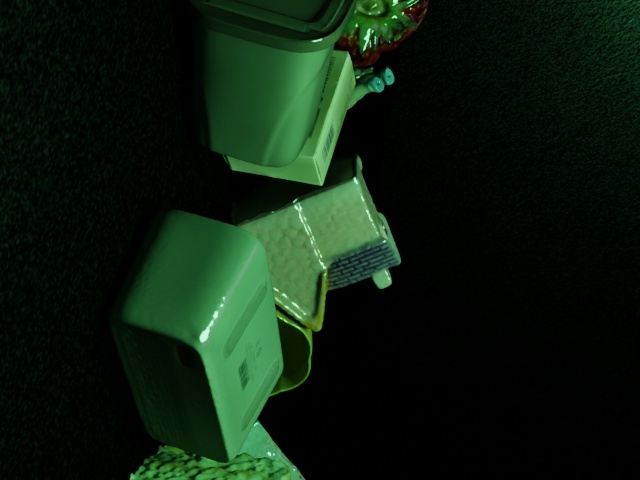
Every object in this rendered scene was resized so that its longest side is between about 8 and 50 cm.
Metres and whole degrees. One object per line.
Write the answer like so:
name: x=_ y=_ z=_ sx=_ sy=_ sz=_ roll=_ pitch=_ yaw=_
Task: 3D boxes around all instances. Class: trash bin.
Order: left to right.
trash bin: x=-0.080 y=-0.255 z=1.633 sx=0.250 sy=0.220 sz=0.219 roll=101 pitch=10 yaw=-45

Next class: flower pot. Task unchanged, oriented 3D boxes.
flower pot: x=-0.102 y=0.153 z=2.057 sx=0.179 sy=0.195 sz=0.195 roll=-82 pitch=178 yaw=-59

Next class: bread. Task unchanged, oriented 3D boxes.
bread: x=-0.201 y=0.497 z=1.711 sx=0.395 sy=0.239 sz=0.264 roll=-55 pitch=154 yaw=-69

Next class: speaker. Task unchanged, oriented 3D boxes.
speaker: x=-0.175 y=0.152 z=1.666 sx=0.406 sy=0.183 sz=0.184 roll=86 pitch=25 yaw=-55

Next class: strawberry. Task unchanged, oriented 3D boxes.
strawberry: x=0.067 y=-0.459 z=2.164 sx=0.238 sy=0.250 sz=0.288 roll=60 pitch=5 yaw=-23

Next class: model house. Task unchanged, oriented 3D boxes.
model house: x=0.000 y=0.000 z=1.993 sx=0.202 sy=0.237 sz=0.237 roll=-101 pitch=168 yaw=-71

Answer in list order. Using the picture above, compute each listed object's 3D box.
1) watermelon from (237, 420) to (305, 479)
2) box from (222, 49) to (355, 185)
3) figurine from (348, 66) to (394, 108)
watermelon: x=-0.096 y=0.539 z=2.282 sx=0.228 sy=0.258 sz=0.387 roll=-66 pitch=160 yaw=-57
box: x=-0.052 y=-0.212 z=1.894 sx=0.095 sy=0.168 sz=0.212 roll=69 pitch=35 yaw=-60
figurine: x=0.024 y=-0.273 z=2.071 sx=0.103 sy=0.260 sz=0.205 roll=52 pitch=49 yaw=-23
